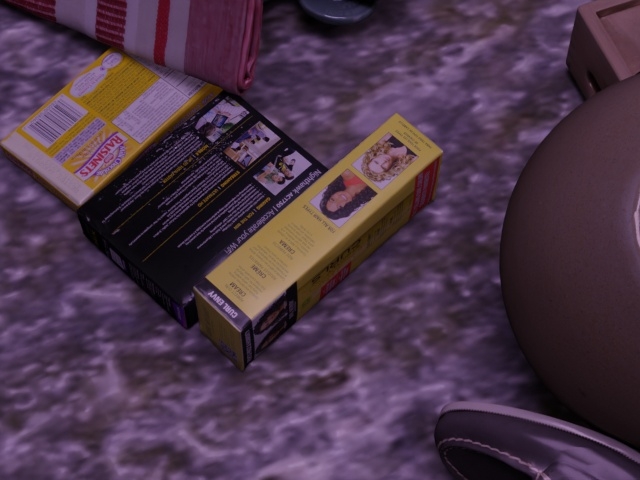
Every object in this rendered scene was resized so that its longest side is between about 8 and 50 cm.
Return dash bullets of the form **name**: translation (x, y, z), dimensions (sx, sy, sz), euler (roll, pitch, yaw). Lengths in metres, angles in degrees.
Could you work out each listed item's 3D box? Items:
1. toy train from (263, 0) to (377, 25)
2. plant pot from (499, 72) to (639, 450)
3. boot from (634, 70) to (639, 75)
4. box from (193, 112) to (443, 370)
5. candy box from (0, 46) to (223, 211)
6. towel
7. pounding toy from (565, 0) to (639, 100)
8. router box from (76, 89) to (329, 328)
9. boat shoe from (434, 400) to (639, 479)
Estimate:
- **toy train**: translation (-0.051, -0.322, 1.208), dimensions (0.334, 0.142, 0.190), euler (13, 52, 8)
- **plant pot**: translation (0.259, 0.002, 0.836), dimensions (0.284, 0.191, 0.284), euler (-1, 81, 9)
- **boot**: translation (0.356, -0.021, 1.010), dimensions (0.229, 0.091, 0.263), euler (4, 80, -12)
- **box**: translation (0.000, 0.000, 1.049), dimensions (0.058, 0.087, 0.232), euler (41, 68, 18)
- **candy box**: translation (-0.176, -0.120, 1.151), dimensions (0.105, 0.027, 0.206), euler (37, 67, 19)
- **towel**: translation (-0.181, -0.287, 1.121), dimensions (0.329, 0.237, 0.037), euler (24, 30, 25)
- **pounding toy**: translation (0.330, -0.183, 1.140), dimensions (0.206, 0.094, 0.181), euler (-18, 62, -8)
- **router box**: translation (-0.096, -0.031, 1.089), dimensions (0.133, 0.046, 0.179), euler (41, 69, 20)
- **boat shoe**: translation (0.224, 0.221, 0.907), dimensions (0.335, 0.112, 0.095), euler (25, 59, 10)
